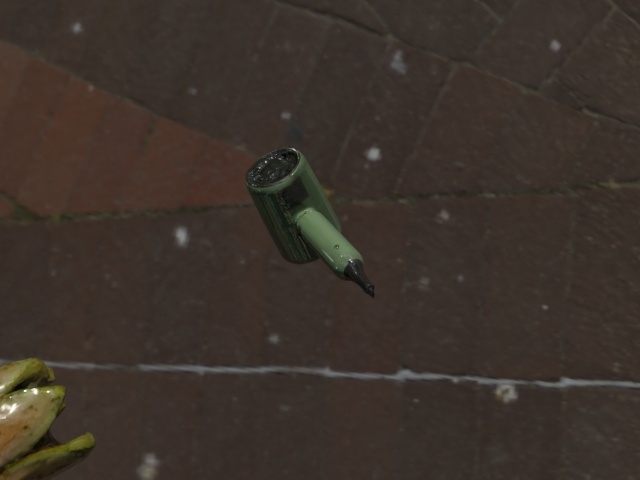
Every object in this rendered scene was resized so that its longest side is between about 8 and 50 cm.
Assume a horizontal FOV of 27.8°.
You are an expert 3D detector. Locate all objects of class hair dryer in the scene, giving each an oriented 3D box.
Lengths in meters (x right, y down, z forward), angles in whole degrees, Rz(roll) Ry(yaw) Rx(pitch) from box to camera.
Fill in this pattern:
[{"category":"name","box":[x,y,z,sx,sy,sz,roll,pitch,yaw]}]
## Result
[{"category":"hair dryer","box":[0.000,0.000,0.838,0.047,0.071,0.150,-32,35,-5]}]

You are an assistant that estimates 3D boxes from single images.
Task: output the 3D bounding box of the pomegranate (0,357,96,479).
[{"category":"pomegranate","box":[-0.288,0.183,0.825,0.302,0.236,0.236,-31,57,-10]}]
